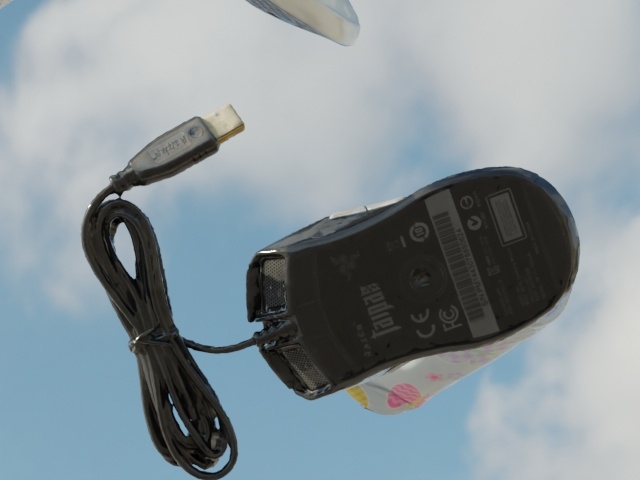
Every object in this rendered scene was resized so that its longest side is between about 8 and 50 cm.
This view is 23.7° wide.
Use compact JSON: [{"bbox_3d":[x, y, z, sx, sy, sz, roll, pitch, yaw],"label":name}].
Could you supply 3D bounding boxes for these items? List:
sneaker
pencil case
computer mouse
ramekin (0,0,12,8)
[{"bbox_3d":[-0.029,-0.268,1.375,0.290,0.106,0.123,29,-92,-58],"label":"sneaker"},{"bbox_3d":[0.114,0.071,1.437,0.124,0.113,0.273,21,-33,-23],"label":"pencil case"},{"bbox_3d":[0.000,0.000,0.849,0.262,0.184,0.060,-26,5,-2],"label":"computer mouse"},{"bbox_3d":[-0.345,-0.290,1.271,0.272,0.273,0.127,-3,-37,-12],"label":"ramekin"}]
